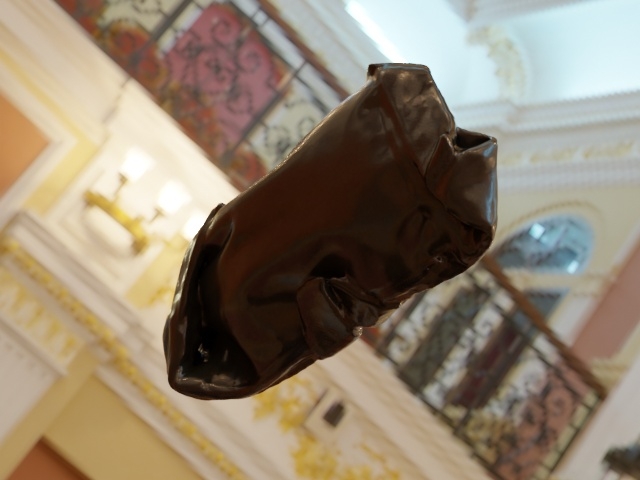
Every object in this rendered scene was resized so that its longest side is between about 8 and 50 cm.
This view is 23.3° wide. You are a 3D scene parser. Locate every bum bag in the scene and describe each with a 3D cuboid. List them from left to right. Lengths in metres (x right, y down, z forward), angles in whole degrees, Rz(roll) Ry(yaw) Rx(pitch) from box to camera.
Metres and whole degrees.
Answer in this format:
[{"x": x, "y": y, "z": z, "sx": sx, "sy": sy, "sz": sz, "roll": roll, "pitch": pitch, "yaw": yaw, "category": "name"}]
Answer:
[{"x": 0.000, "y": 0.000, "z": 0.974, "sx": 0.080, "sy": 0.142, "sz": 0.326, "roll": 10, "pitch": -32, "yaw": -39, "category": "bum bag"}]
